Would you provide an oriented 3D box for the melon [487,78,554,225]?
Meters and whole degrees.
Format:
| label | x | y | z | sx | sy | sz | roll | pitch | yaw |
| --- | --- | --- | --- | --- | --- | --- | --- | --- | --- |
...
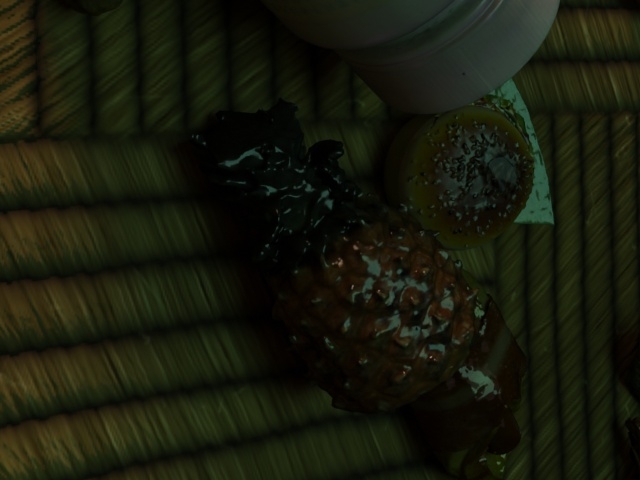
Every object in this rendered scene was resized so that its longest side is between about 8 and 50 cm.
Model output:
| label | x | y | z | sx | sy | sz | roll | pitch | yaw |
| --- | --- | --- | --- | --- | --- | --- | --- | --- | --- |
| melon | 0.124 | -0.112 | 1.758 | 0.114 | 0.053 | 0.261 | -32 | 113 | -22 |

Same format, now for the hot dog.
| label | x | y | z | sx | sy | sz | roll | pitch | yaw |
| --- | --- | --- | --- | --- | --- | --- | --- | --- | --- |
| hot dog | 0.125 | 0.114 | 1.712 | 0.123 | 0.093 | 0.261 | -56 | 130 | -33 |

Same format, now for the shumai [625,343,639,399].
| label | x | y | z | sx | sy | sz | roll | pitch | yaw |
| --- | --- | --- | --- | --- | --- | --- | --- | --- | --- |
| shumai | 0.364 | 0.110 | 1.994 | 0.124 | 0.099 | 0.087 | 102 | 3 | -53 |

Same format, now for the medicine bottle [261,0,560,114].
| label | x | y | z | sx | sy | sz | roll | pitch | yaw |
| --- | --- | --- | --- | --- | --- | --- | --- | --- | --- |
| medicine bottle | 0.012 | -0.273 | 1.475 | 0.379 | 0.213 | 0.213 | 44 | 59 | -42 |

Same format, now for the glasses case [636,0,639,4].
| label | x | y | z | sx | sy | sz | roll | pitch | yaw |
| --- | --- | --- | --- | --- | --- | --- | --- | --- | --- |
| glasses case | 0.354 | -0.341 | 1.989 | 0.079 | 0.064 | 0.234 | 32 | 68 | -47 |

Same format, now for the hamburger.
| label | x | y | z | sx | sy | sz | roll | pitch | yaw |
| --- | --- | --- | --- | --- | --- | --- | --- | --- | --- |
| hamburger | 0.124 | -0.059 | 1.693 | 0.141 | 0.081 | 0.126 | -37 | 115 | -24 |

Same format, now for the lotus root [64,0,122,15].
| label | x | y | z | sx | sy | sz | roll | pitch | yaw |
| --- | --- | --- | --- | --- | --- | --- | --- | --- | --- |
| lotus root | -0.166 | -0.207 | 1.389 | 0.049 | 0.054 | 0.099 | -46 | 128 | -64 |

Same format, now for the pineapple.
| label | x | y | z | sx | sy | sz | roll | pitch | yaw |
| --- | --- | --- | --- | --- | --- | --- | --- | --- | --- |
| pineapple | 0.000 | 0.000 | 1.543 | 0.278 | 0.158 | 0.158 | 53 | 52 | -21 |

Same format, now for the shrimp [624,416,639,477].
| label | x | y | z | sx | sy | sz | roll | pitch | yaw |
| --- | --- | --- | --- | --- | --- | --- | --- | --- | --- |
| shrimp | 0.380 | 0.246 | 2.046 | 0.248 | 0.068 | 0.150 | 47 | 45 | -46 |
